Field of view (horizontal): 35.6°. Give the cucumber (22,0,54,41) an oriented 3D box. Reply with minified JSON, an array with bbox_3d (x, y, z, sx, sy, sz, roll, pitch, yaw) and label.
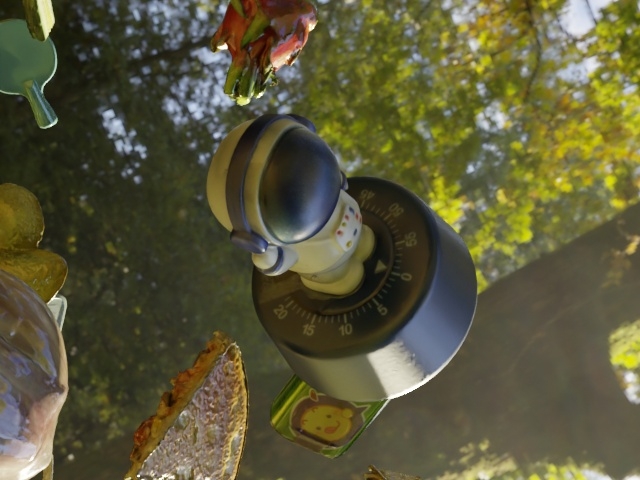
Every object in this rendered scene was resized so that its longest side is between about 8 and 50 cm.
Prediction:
[{"bbox_3d":[-0.436,-0.364,1.519,0.067,0.035,0.107,-84,176,-47],"label":"cucumber"}]

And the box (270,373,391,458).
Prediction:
[{"bbox_3d":[0.066,0.161,1.416,0.345,0.134,0.097,-56,-165,31],"label":"box"}]

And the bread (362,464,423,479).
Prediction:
[{"bbox_3d":[0.159,0.514,1.679,0.275,0.114,0.184,25,-75,61],"label":"bread"}]

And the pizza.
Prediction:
[{"bbox_3d":[-0.150,0.203,1.097,0.053,0.193,0.200,14,-76,31],"label":"pizza"}]

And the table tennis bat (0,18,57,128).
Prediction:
[{"bbox_3d":[-0.576,-0.323,1.947,0.038,0.149,0.237,-122,-170,-52],"label":"table tennis bat"}]

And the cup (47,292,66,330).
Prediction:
[{"bbox_3d":[-0.516,0.115,1.665,0.130,0.128,0.095,14,-88,25],"label":"cup"}]

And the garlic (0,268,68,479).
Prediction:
[{"bbox_3d":[-0.289,0.137,0.765,0.207,0.207,0.256,47,-24,39],"label":"garlic"}]

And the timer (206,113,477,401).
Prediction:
[{"bbox_3d":[0.000,0.000,1.121,0.270,0.270,0.383,49,0,36],"label":"timer"}]

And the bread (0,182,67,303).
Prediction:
[{"bbox_3d":[-0.401,0.006,1.265,0.188,0.149,0.065,26,2,27],"label":"bread"}]

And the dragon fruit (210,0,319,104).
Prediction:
[{"bbox_3d":[-0.113,-0.390,1.963,0.198,0.200,0.269,10,-89,25],"label":"dragon fruit"}]
